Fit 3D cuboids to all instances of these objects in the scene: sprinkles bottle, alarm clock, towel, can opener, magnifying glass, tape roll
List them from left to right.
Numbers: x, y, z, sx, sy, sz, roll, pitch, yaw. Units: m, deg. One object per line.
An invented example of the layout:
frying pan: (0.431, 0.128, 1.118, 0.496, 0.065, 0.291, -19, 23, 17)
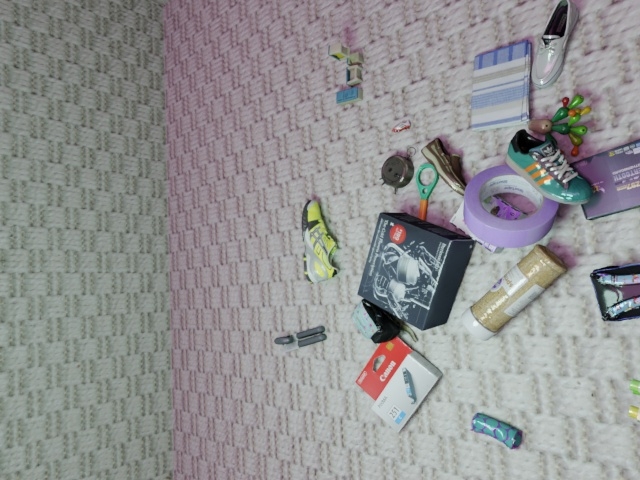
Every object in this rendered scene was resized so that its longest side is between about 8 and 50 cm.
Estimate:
can opener: (-0.094, 0.464, 2.171, 0.281, 0.093, 0.074, -23, 71, 34)
alarm clock: (0.316, -0.292, 1.860, 0.129, 0.064, 0.192, 50, 116, 32)
magnifying glass: (0.403, -0.182, 1.795, 0.092, 0.026, 0.230, 9, 96, 42)
towel: (0.624, -0.526, 1.610, 0.209, 0.034, 0.284, 0, 85, 46)
tape roll: (0.595, -0.112, 1.468, 0.275, 0.090, 0.274, -7, 53, 9)
sprinkles bottle: (0.622, 0.174, 1.513, 0.355, 0.121, 0.121, -52, 56, 26)

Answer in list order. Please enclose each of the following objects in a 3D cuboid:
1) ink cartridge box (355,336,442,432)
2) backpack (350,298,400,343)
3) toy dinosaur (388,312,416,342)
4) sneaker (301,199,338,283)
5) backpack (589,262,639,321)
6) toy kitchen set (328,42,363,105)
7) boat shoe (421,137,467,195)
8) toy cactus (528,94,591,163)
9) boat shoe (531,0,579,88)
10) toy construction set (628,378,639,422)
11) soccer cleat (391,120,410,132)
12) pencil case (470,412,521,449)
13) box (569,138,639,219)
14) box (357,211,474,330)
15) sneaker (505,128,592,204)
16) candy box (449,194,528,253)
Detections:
ink cartridge box: (0.284, 0.545, 1.807, 0.261, 0.066, 0.296, 38, 112, 25)
backpack: (0.203, 0.308, 1.796, 0.115, 0.152, 0.182, -52, 56, 21)
toy dinosaur: (0.278, 0.305, 1.862, 0.268, 0.064, 0.118, 16, 101, 37)
sneaker: (0.000, 0.000, 2.103, 0.147, 0.145, 0.384, -8, 78, 11)
backpack: (0.868, 0.139, 1.293, 0.173, 0.117, 0.158, -20, 74, 40)
toy kitchen set: (0.088, -0.718, 2.018, 0.122, 0.166, 0.206, -1, 86, 42)
boat shoe: (0.470, -0.278, 1.697, 0.095, 0.095, 0.257, -45, 59, 24)
toy cactus: (0.738, -0.351, 1.463, 0.181, 0.112, 0.218, 28, 115, 50)
boat shoe: (0.737, -0.625, 1.476, 0.096, 0.088, 0.267, 31, 108, 39)
toy construction set: (0.897, 0.307, 1.190, 0.151, 0.215, 0.327, 30, 107, 39)
soccer cleat: (0.325, -0.460, 1.883, 0.083, 0.029, 0.035, -11, 72, 38)
pencil case: (0.585, 0.637, 1.555, 0.152, 0.064, 0.070, 14, 72, 42)
box: (0.872, -0.177, 1.347, 0.233, 0.059, 0.183, -20, 75, 41)
box: (0.343, 0.102, 1.717, 0.313, 0.179, 0.342, 26, 109, 39)
sneaker: (0.680, -0.225, 1.393, 0.302, 0.108, 0.121, 50, 163, 38)
candy box: (0.574, -0.076, 1.603, 0.196, 0.070, 0.164, 43, 115, 35)
